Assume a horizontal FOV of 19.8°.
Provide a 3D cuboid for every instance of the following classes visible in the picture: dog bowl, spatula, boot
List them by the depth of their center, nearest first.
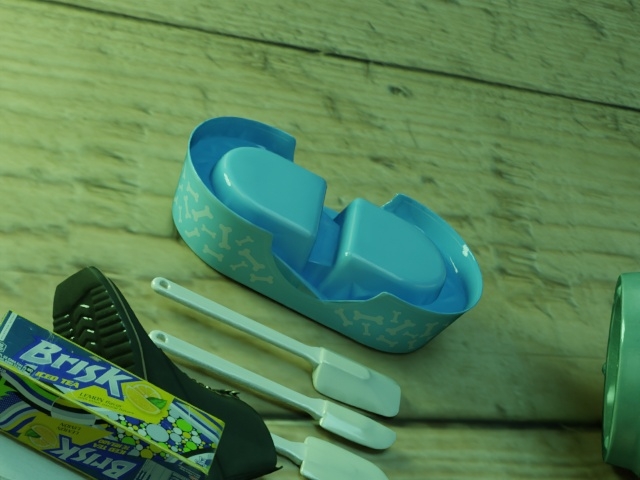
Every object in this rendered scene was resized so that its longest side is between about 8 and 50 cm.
[{"bbox_3d":[-0.114,0.109,1.381,0.137,0.077,0.198,-13,79,-55],"label":"boot"},{"bbox_3d":[-0.042,0.121,1.502,0.242,0.019,0.168,24,38,-12],"label":"spatula"},{"bbox_3d":[0.000,0.000,1.646,0.297,0.074,0.166,27,32,-11],"label":"dog bowl"}]

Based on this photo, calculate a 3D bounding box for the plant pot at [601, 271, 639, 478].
[{"bbox_3d":[0.355,0.122,1.640,0.196,0.293,0.293,6,33,5],"label":"plant pot"}]

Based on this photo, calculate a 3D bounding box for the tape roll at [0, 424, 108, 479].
[{"bbox_3d":[-0.220,0.238,1.129,0.392,0.072,0.392,23,32,-16],"label":"tape roll"}]

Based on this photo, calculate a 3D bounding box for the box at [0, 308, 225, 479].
[{"bbox_3d":[-0.154,0.118,1.232,0.169,0.054,0.059,29,32,-8],"label":"box"}]
